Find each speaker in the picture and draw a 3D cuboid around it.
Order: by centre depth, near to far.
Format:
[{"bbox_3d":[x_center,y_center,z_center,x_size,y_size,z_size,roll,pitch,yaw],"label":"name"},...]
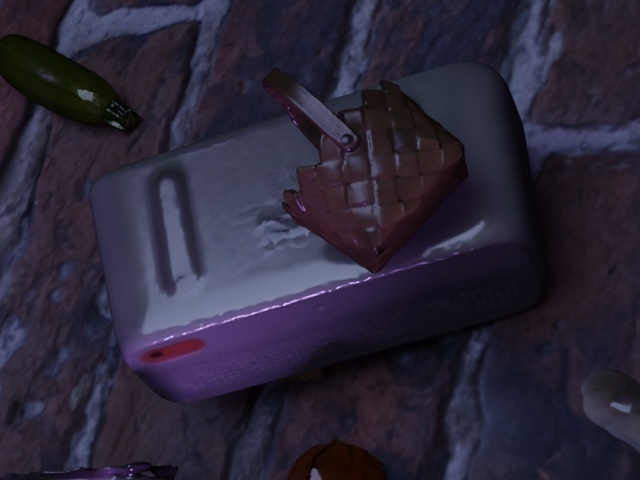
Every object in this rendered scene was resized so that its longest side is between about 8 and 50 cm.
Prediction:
[{"bbox_3d":[0.000,0.000,1.493,0.406,0.183,0.184,-17,60,11],"label":"speaker"}]

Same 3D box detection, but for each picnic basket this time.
[{"bbox_3d":[0.018,-0.073,1.345,0.178,0.128,0.138,41,83,9],"label":"picnic basket"}]

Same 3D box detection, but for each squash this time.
[{"bbox_3d":[-0.308,-0.185,1.897,0.252,0.066,0.066,29,81,40],"label":"squash"}]

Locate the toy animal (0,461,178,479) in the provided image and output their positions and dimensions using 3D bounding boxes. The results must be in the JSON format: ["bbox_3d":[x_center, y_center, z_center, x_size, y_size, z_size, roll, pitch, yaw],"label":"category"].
[{"bbox_3d":[-0.184,0.320,1.443,0.174,0.249,0.289,-25,86,59],"label":"toy animal"}]

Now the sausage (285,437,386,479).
[{"bbox_3d":[-0.028,0.332,1.401,0.102,0.102,0.330,9,68,35],"label":"sausage"}]

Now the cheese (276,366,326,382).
[{"bbox_3d":[-0.023,0.092,1.571,0.060,0.041,0.084,-5,57,24],"label":"cheese"}]

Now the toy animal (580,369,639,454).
[{"bbox_3d":[0.279,0.168,1.198,0.308,0.188,0.266,-21,66,-22],"label":"toy animal"}]
